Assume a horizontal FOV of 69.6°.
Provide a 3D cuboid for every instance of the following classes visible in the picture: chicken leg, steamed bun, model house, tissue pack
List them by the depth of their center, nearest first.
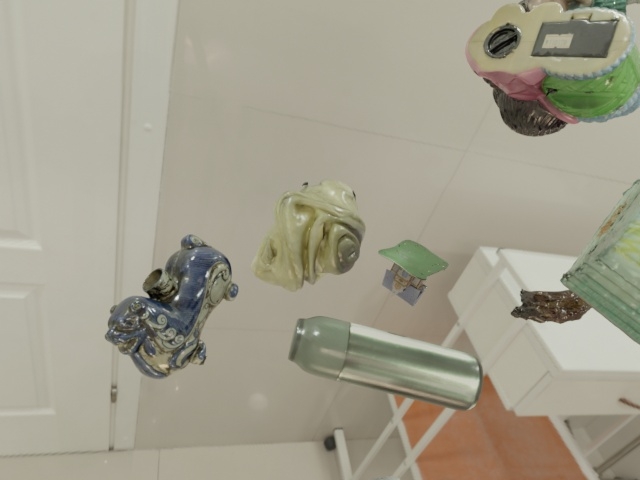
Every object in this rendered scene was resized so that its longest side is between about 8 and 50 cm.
[{"bbox_3d":[0.610,0.083,0.686,0.388,0.162,0.287,42,62,15],"label":"tissue pack"},{"bbox_3d":[0.186,0.072,0.988,0.117,0.088,0.167,34,27,23],"label":"model house"},{"bbox_3d":[0.585,0.160,1.149,0.234,0.063,0.105,-3,48,2],"label":"chicken leg"},{"bbox_3d":[0.000,0.000,1.341,0.237,0.346,0.394,35,78,21],"label":"steamed bun"}]

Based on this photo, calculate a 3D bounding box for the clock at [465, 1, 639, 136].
[{"bbox_3d":[0.305,-0.204,0.596,0.194,0.100,0.195,21,-1,36],"label":"clock"}]

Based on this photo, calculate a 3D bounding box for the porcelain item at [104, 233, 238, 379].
[{"bbox_3d":[-0.286,0.117,0.898,0.138,0.186,0.288,-6,47,36],"label":"porcelain item"}]

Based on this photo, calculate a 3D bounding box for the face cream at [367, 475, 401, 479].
[{"bbox_3d":[0.091,0.387,0.638,0.091,0.091,0.095,-5,76,-31],"label":"face cream"}]

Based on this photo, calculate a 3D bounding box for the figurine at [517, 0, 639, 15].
[{"bbox_3d":[0.450,-0.409,0.822,0.246,0.110,0.137,-15,35,25],"label":"figurine"}]

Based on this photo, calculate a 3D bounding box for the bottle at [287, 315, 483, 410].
[{"bbox_3d":[0.084,0.166,0.620,0.254,0.096,0.079,15,52,-3],"label":"bottle"}]
